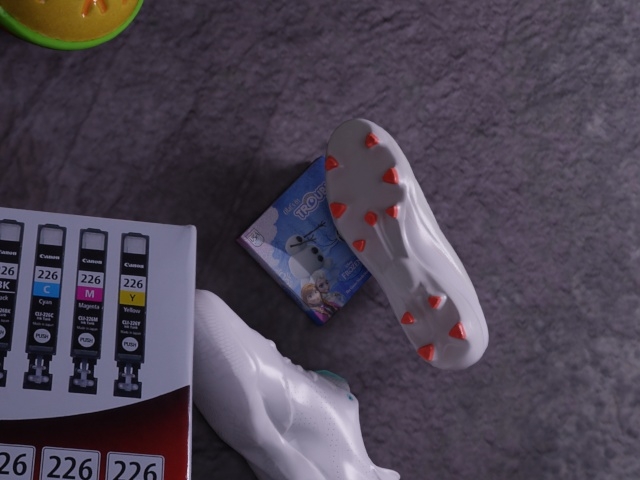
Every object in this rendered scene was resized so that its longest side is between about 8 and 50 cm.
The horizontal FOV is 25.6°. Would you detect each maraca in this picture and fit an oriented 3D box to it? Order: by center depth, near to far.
[{"bbox_3d":[-0.168,-0.200,0.976,0.185,0.099,0.127,-38,103,-43],"label":"maraca"}]

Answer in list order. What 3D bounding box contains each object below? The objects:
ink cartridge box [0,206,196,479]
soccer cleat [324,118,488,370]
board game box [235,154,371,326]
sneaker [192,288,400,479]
[{"bbox_3d":[-0.236,0.062,0.838,0.309,0.130,0.272,6,55,-12],"label":"ink cartridge box"},{"bbox_3d":[0.061,0.004,1.013,0.068,0.076,0.196,-29,79,19],"label":"soccer cleat"},{"bbox_3d":[0.000,0.000,1.032,0.090,0.020,0.090,46,72,-6],"label":"board game box"},{"bbox_3d":[-0.023,0.112,0.990,0.094,0.080,0.212,-39,101,-30],"label":"sneaker"}]
